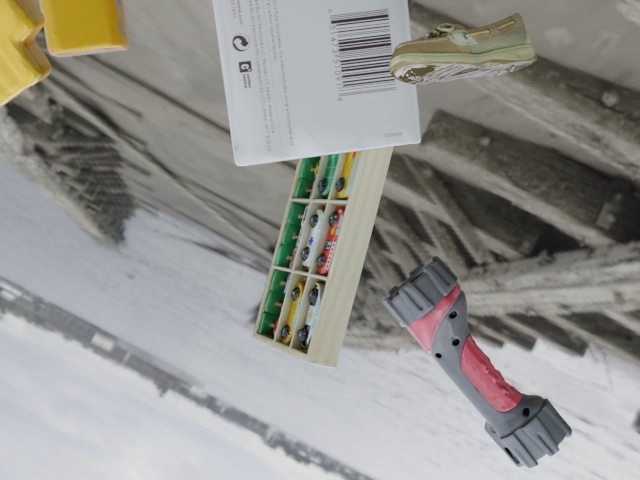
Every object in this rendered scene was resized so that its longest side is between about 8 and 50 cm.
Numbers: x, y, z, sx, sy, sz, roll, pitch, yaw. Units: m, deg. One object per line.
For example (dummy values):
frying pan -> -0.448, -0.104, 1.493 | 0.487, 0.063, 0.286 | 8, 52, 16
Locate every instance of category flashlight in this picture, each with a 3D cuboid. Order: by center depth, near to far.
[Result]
flashlight -> 0.218, 0.164, 1.208 | 0.304, 0.103, 0.103 | 48, 165, 0

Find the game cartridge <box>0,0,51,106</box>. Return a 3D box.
game cartridge -> -0.364, -0.137, 0.526 | 0.285, 0.323, 0.053 | 55, -170, -16

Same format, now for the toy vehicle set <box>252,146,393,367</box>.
toy vehicle set -> 0.000, 0.000, 1.019 | 0.035, 0.267, 0.166 | 16, 175, -25

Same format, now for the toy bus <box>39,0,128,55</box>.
toy bus -> -0.348, -0.429, 1.240 | 0.108, 0.333, 0.130 | -8, -171, -4

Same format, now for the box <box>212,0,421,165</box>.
box -> -0.006, -0.175, 0.864 | 0.182, 0.181, 0.119 | -8, -170, -1

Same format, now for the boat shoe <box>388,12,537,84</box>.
boat shoe -> 0.114, -0.158, 0.719 | 0.153, 0.048, 0.056 | -12, 179, -33
